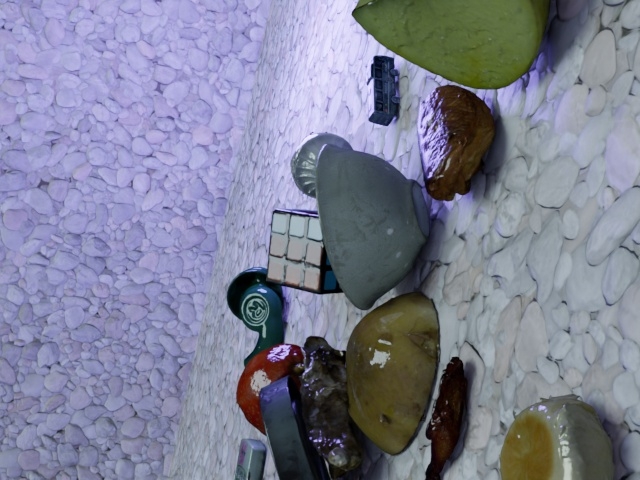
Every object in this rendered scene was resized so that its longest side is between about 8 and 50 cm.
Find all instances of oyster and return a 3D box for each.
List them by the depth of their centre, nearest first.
[{"bbox_3d":[0.035,0.359,1.604,0.396,0.111,0.204,-98,-8,-59],"label":"oyster"}]

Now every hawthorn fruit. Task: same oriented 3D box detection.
[{"bbox_3d":[-0.076,0.325,1.816,0.253,0.205,0.205,126,150,-43],"label":"hawthorn fruit"}]

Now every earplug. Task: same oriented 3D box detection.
[{"bbox_3d":[-0.172,0.202,2.337,0.280,0.164,0.257,-88,-21,-63],"label":"earplug"}]

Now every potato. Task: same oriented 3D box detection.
[{"bbox_3d":[0.259,-0.404,1.266,0.330,0.213,0.280,0,52,51],"label":"potato"},{"bbox_3d":[0.109,0.232,1.440,0.239,0.116,0.299,-134,55,-64],"label":"potato"}]

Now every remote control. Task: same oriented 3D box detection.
[{"bbox_3d":[-0.213,0.723,2.237,0.145,0.050,0.344,166,114,-71],"label":"remote control"}]

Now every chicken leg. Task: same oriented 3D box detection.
[{"bbox_3d":[0.190,0.279,1.245,0.093,0.053,0.205,53,-126,-82],"label":"chicken leg"}]

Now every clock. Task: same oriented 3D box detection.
[{"bbox_3d":[-0.038,0.422,1.566,0.319,0.066,0.319,161,90,-90],"label":"clock"}]

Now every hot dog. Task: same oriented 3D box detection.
[{"bbox_3d":[0.217,-0.162,1.349,0.160,0.099,0.227,119,157,-44],"label":"hot dog"}]

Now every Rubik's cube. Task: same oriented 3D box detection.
[{"bbox_3d":[-0.004,0.020,1.716,0.163,0.162,0.160,10,97,40],"label":"Rubik's cube"}]

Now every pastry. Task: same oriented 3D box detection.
[{"bbox_3d":[0.272,0.257,0.931,0.166,0.088,0.166,-170,90,-72],"label":"pastry"}]

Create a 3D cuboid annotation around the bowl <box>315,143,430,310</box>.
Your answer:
[{"bbox_3d":[0.113,-0.041,1.465,0.313,0.146,0.313,-14,-90,-72],"label":"bowl"}]

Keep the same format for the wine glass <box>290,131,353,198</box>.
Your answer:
[{"bbox_3d":[0.030,-0.149,1.848,0.196,0.165,0.165,-129,53,-64],"label":"wine glass"}]

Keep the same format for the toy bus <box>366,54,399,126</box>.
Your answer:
[{"bbox_3d":[0.134,-0.330,1.777,0.047,0.065,0.166,127,148,-57],"label":"toy bus"}]
